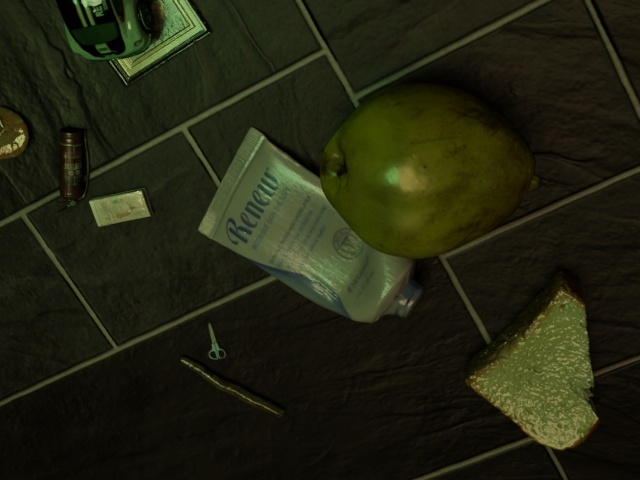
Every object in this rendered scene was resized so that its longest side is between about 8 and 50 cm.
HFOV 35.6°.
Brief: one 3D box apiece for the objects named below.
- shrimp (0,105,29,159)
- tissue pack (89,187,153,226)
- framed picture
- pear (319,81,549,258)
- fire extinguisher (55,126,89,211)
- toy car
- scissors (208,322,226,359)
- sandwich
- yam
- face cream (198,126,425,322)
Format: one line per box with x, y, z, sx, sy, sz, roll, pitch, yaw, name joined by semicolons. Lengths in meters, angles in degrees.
-0.609;-0.194;1.815;0.163;0.045;0.095;-2;113;11;shrimp
-0.370;-0.062;1.850;0.108;0.023;0.056;-9;112;12;tissue pack
-0.317;-0.390;1.703;0.195;0.010;0.199;-28;107;19;framed picture
0.190;-0.113;1.619;0.376;0.287;0.287;5;115;-7;pear
-0.455;-0.129;1.823;0.064;0.043;0.158;-11;121;-33;fire extinguisher
-0.379;-0.435;1.620;0.136;0.125;0.305;-8;113;12;toy car
-0.209;0.197;1.952;0.036;0.006;0.083;-7;113;13;scissors
0.438;0.228;1.820;0.254;0.099;0.288;37;114;-2;sandwich
-0.178;0.294;1.983;0.234;0.029;0.027;29;88;-4;yam
0.000;0.000;1.793;0.420;0.137;0.234;33;116;6;face cream
